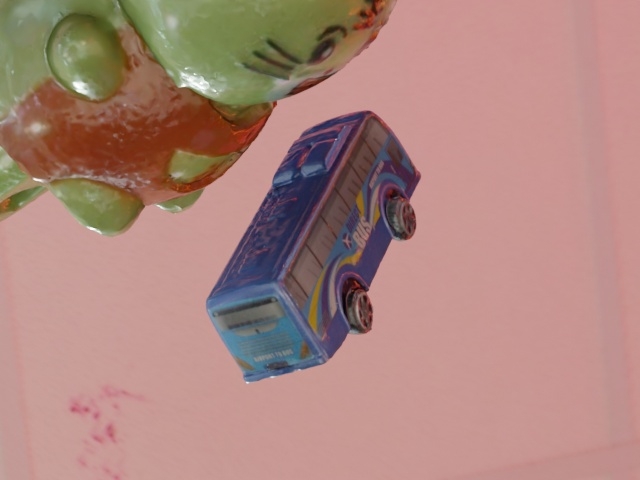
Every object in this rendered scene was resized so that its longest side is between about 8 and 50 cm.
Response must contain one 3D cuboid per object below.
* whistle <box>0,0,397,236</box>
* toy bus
[{"bbox_3d":[-0.067,-0.072,0.726,0.106,0.288,0.131,57,-146,6],"label":"whistle"},{"bbox_3d":[0.000,0.000,0.827,0.061,0.051,0.153,61,-147,-26],"label":"toy bus"}]
